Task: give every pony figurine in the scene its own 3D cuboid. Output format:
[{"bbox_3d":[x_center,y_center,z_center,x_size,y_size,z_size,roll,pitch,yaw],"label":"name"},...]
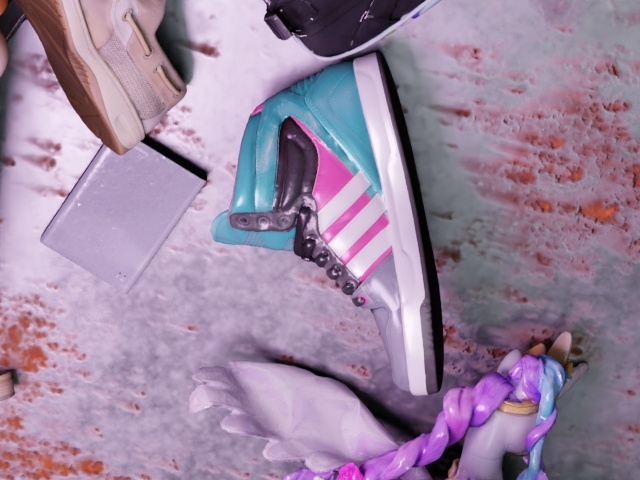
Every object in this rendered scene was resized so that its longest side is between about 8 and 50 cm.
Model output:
[{"bbox_3d":[0.071,0.248,1.768,0.351,0.303,0.363,0,114,-35],"label":"pony figurine"}]

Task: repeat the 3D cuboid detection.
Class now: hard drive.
[{"bbox_3d":[-0.176,-0.030,1.756,0.094,0.022,0.135,32,110,-12],"label":"hard drive"}]

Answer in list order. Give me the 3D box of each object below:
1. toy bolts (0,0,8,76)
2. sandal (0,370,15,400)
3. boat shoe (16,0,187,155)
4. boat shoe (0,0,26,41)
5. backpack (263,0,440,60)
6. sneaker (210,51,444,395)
[{"bbox_3d":[-0.375,-0.177,1.581,0.218,0.228,0.158,-31,117,-19],"label":"toy bolts"},{"bbox_3d":[-0.406,0.127,1.810,0.240,0.088,0.079,-10,93,-1],"label":"sandal"},{"bbox_3d":[-0.180,-0.192,1.589,0.098,0.109,0.302,-38,146,-13],"label":"boat shoe"},{"bbox_3d":[-0.205,-0.231,1.642,0.065,0.075,0.206,40,104,-12],"label":"boat shoe"},{"bbox_3d":[0.048,-0.294,1.546,0.253,0.191,0.225,-29,113,20],"label":"backpack"},{"bbox_3d":[0.000,0.000,1.686,0.178,0.124,0.295,-12,87,9],"label":"sneaker"}]
